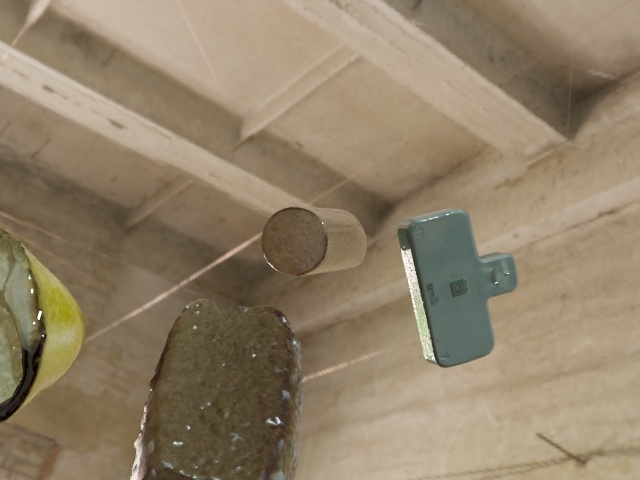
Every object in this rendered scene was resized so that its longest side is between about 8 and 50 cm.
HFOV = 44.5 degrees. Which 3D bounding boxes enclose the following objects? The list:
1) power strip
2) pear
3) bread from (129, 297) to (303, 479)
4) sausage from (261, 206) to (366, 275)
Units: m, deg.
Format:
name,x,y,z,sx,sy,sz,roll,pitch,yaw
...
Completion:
name,x,y,z,sx,sy,sz,roll,pitch,yaw
power strip,0.248,0.073,1.356,0.193,0.265,0.059,-14,4,-17
pear,-0.375,0.105,0.950,0.266,0.267,0.178,-7,-10,29
bread,-0.093,0.243,0.600,0.113,0.165,0.417,8,-52,-7
sausage,0.000,0.000,1.422,0.123,0.123,0.253,0,0,21
